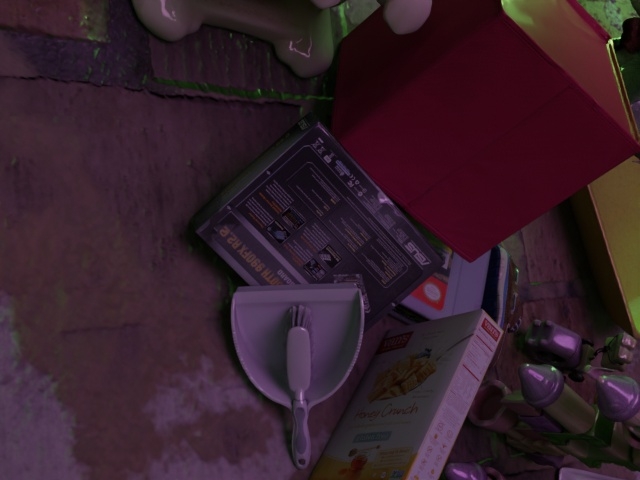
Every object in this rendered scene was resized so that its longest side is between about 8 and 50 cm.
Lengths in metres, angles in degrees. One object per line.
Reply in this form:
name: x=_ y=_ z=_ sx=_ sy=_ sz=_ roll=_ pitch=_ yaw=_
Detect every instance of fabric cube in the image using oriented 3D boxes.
fabric cube: x=0.195 y=-0.182 z=1.233 sx=0.259 sy=0.258 sz=0.254 roll=38 pitch=34 yaw=-25

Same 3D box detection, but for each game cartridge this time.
game cartridge: x=0.106 y=-0.003 z=1.303 sx=0.294 sy=0.060 sz=0.196 roll=28 pitch=59 yaw=-30

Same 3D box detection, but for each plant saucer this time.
plant saucer: x=0.511 y=-0.038 z=1.617 sx=0.333 sy=0.081 sz=0.333 roll=-17 pitch=90 yaw=-41

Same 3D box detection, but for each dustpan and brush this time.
dustpan and brush: x=-0.024 y=0.156 z=1.139 sx=0.147 sy=0.060 sz=0.211 roll=-2 pitch=115 yaw=-2

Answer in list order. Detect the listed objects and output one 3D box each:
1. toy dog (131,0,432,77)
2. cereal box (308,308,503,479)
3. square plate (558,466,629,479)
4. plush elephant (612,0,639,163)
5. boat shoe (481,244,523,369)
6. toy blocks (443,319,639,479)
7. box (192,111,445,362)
toy dog: x=0.031 y=-0.401 z=1.109 sx=0.284 sy=0.408 sz=0.395 roll=19 pitch=68 yaw=-34
cereal box: x=0.098 y=0.193 z=1.168 sx=0.047 sy=0.173 sz=0.240 roll=44 pitch=55 yaw=-20
square plate: x=0.470 y=0.519 z=1.465 sx=0.347 sy=0.049 sz=0.344 roll=17 pitch=69 yaw=-35
plush elephant: x=0.461 y=-0.266 z=1.426 sx=0.330 sy=0.255 sz=0.272 roll=47 pitch=35 yaw=22
boat shoe: x=0.243 y=0.096 z=1.377 sx=0.066 sy=0.066 sz=0.183 roll=30 pitch=62 yaw=-31
toy blocks: x=0.308 y=0.202 z=1.257 sx=0.260 sy=0.288 sz=0.309 roll=38 pitch=61 yaw=-32
box: x=0.000 y=0.000 z=1.146 sx=0.183 sy=0.056 sz=0.231 roll=-42 pitch=110 yaw=7
